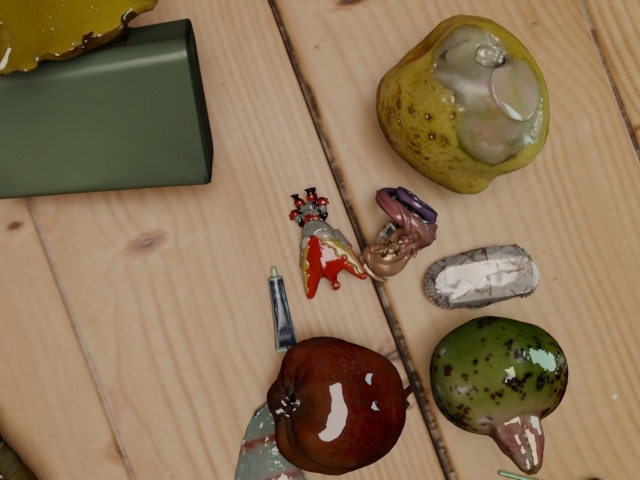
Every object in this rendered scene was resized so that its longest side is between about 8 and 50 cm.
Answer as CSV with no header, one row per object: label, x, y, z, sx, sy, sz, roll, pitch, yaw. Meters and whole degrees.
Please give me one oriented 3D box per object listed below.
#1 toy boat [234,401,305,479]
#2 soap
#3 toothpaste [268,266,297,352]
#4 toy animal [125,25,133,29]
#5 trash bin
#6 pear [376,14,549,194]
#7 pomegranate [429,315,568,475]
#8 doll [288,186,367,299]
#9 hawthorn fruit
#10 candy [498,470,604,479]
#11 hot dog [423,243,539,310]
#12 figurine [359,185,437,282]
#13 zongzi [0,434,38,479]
toy boat,-0.066,0.402,1.357,0.206,0.096,0.282,-23,81,9
soap,-0.405,-0.344,1.215,0.259,0.281,0.143,-34,123,-29
toothpaste,-0.065,0.111,1.389,0.037,0.021,0.140,-10,91,-6
toy animal,-0.399,-0.302,1.354,0.219,0.069,0.086,2,70,-8
trash bin,-0.344,-0.187,1.274,0.343,0.158,0.223,-8,118,-4
pear,0.224,-0.205,1.325,0.271,0.271,0.271,0,88,-5
pomegranate,0.284,0.237,1.305,0.214,0.214,0.248,-15,58,-5
doll,0.000,0.000,1.380,0.109,0.057,0.169,-22,79,22
hawthorn fruit,0.048,0.250,1.315,0.248,0.208,0.208,3,88,-28
candy,0.388,0.405,1.408,0.193,0.062,0.058,14,132,4
hot dog,0.263,0.062,1.402,0.192,0.053,0.099,-12,88,-2
figurine,0.126,-0.007,1.363,0.114,0.126,0.157,16,86,28
zongzi,-0.591,0.357,1.297,0.260,0.123,0.289,-38,82,-2
